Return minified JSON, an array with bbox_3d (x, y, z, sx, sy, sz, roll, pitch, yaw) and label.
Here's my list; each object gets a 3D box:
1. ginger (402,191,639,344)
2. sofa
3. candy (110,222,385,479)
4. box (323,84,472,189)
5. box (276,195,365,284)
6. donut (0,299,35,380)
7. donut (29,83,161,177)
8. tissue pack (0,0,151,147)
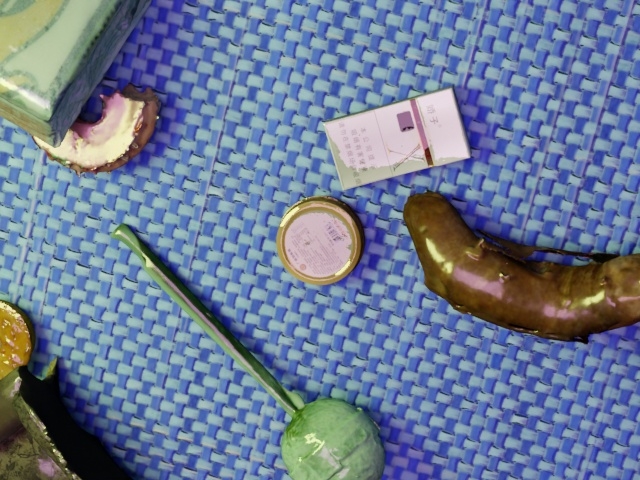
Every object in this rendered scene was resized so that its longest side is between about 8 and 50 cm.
[{"bbox_3d":[0.234,0.042,1.577,0.309,0.107,0.133,12,118,10],"label":"ginger"},{"bbox_3d":[-0.345,0.298,1.678,0.200,0.182,0.258,-36,95,15],"label":"sofa"},{"bbox_3d":[-0.090,0.139,1.662,0.440,0.119,0.119,46,105,6],"label":"candy"},{"bbox_3d":[0.089,-0.118,1.595,0.154,0.040,0.084,-14,99,13],"label":"box"},{"bbox_3d":[0.000,0.000,1.636,0.105,0.037,0.106,2,101,8],"label":"box"},{"bbox_3d":[-0.399,0.117,1.719,0.108,0.043,0.097,41,105,0],"label":"donut"},{"bbox_3d":[-0.270,-0.132,1.634,0.166,0.065,0.117,12,101,8],"label":"donut"},{"bbox_3d":[-0.371,-0.283,1.551,0.310,0.128,0.228,29,75,2],"label":"tissue pack"}]
